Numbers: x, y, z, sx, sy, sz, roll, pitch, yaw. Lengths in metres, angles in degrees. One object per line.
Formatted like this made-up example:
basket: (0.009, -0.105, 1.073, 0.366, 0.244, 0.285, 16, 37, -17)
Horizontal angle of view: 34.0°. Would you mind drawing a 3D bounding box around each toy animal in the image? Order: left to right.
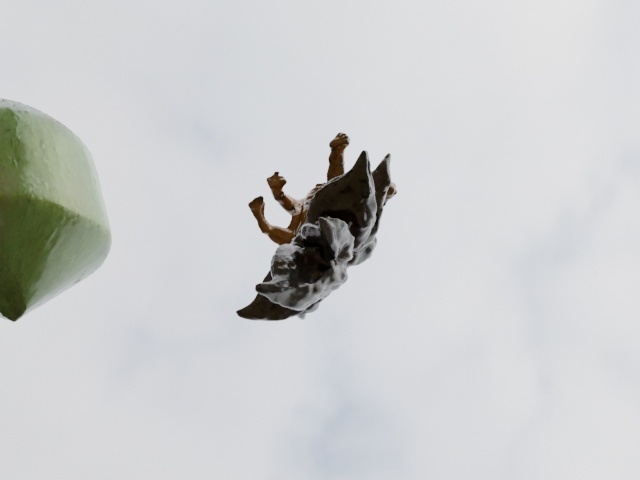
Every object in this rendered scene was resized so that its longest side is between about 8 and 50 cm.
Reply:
toy animal: (-0.007, 0.001, 1.116, 0.114, 0.255, 0.116, -17, -55, 29)

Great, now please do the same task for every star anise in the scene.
star anise: (0.009, 0.002, 0.871, 0.061, 0.204, 0.181, 34, -86, 8)

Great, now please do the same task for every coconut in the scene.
coconut: (-0.452, -0.035, 1.514, 0.281, 0.328, 0.329, -8, -94, -15)
